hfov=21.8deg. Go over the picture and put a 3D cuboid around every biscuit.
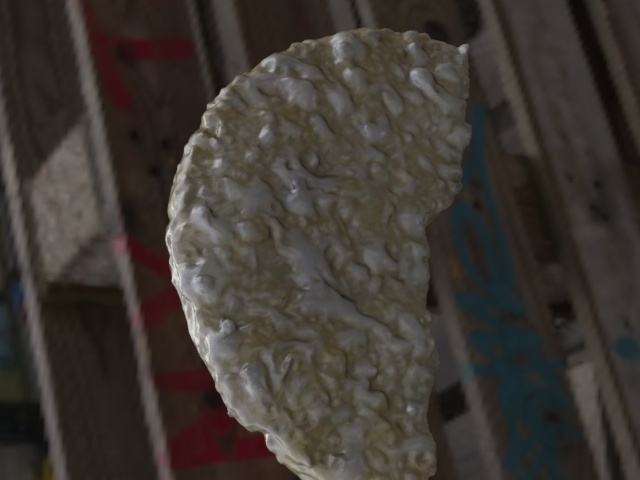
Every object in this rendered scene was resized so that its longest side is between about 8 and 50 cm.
[{"bbox_3d":[-0.002,-0.004,0.744,0.032,0.133,0.250,130,154,-57],"label":"biscuit"}]
